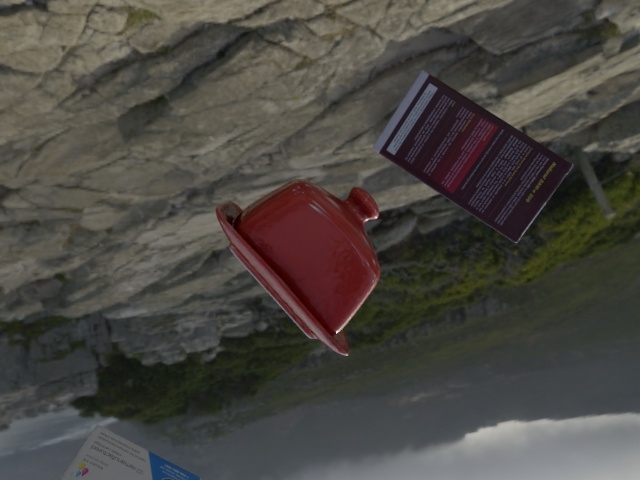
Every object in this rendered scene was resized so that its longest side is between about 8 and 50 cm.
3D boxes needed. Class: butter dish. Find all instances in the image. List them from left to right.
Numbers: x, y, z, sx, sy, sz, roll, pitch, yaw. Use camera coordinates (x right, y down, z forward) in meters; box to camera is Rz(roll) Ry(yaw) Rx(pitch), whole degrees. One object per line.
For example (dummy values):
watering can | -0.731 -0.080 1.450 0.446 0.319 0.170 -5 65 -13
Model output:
butter dish | 0.000 0.000 0.555 0.118 0.160 0.160 -41 -174 3

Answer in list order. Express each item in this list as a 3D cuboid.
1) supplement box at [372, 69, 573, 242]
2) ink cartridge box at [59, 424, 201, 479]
supplement box | 0.209 -0.118 0.883 0.130 0.239 0.073 -57 173 14
ink cartridge box | -0.143 0.197 0.412 0.088 0.122 0.052 30 118 -6
